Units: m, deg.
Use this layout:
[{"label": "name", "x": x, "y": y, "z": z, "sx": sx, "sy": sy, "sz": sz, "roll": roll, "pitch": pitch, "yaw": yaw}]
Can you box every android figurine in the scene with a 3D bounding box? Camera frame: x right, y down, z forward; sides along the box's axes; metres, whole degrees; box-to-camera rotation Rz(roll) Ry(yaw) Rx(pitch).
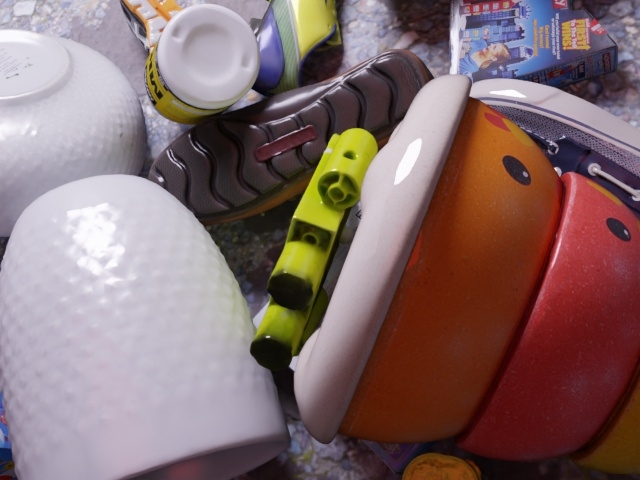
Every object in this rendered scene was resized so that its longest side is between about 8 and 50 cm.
[{"label": "android figurine", "x": 0.000, "y": 0.000, "z": 0.856, "sx": 0.056, "sy": 0.248, "sz": 0.273, "roll": 21, "pitch": 37, "yaw": 4}]

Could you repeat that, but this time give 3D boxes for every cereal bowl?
[{"label": "cereal bowl", "x": -0.393, "y": -0.166, "z": 1.068, "sx": 0.338, "sy": 0.141, "sz": 0.339, "roll": 4, "pitch": 44, "yaw": -4}]

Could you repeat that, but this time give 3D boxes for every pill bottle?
[{"label": "pill bottle", "x": -0.154, "y": -0.207, "z": 1.036, "sx": 0.119, "sy": 0.208, "sz": 0.119, "roll": 0, "pitch": 89, "yaw": -18}]

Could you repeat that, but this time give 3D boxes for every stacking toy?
[{"label": "stacking toy", "x": 0.245, "y": 0.087, "z": 0.750, "sx": 0.479, "sy": 0.350, "sz": 0.351, "roll": 21, "pitch": 79, "yaw": 4}]

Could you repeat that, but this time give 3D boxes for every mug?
[{"label": "mug", "x": -0.239, "y": 0.132, "z": 0.947, "sx": 0.374, "sy": 0.276, "sz": 0.328, "roll": -39, "pitch": 63, "yaw": 42}]

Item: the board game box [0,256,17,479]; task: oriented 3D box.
[{"label": "board game box", "x": -0.472, "y": 0.121, "z": 0.995, "sx": 0.086, "sy": 0.302, "sz": 0.308, "roll": -28, "pitch": 66, "yaw": 8}]

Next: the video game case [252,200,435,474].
[{"label": "video game case", "x": 0.092, "y": 0.081, "z": 0.953, "sx": 0.244, "sy": 0.061, "sz": 0.269, "roll": 41, "pitch": 88, "yaw": 27}]

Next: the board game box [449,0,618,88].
[{"label": "board game box", "x": 0.256, "y": -0.254, "z": 1.017, "sx": 0.194, "sy": 0.060, "sz": 0.194, "roll": -2, "pitch": 71, "yaw": 17}]

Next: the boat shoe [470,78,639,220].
[{"label": "boat shoe", "x": 0.275, "y": -0.047, "z": 0.898, "sx": 0.340, "sy": 0.127, "sz": 0.158, "roll": 27, "pitch": 74, "yaw": 24}]

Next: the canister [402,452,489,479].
[{"label": "canister", "x": 0.125, "y": 0.278, "z": 0.814, "sx": 0.073, "sy": 0.170, "sz": 0.126, "roll": 6, "pitch": 73, "yaw": 20}]

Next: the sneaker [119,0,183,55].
[{"label": "sneaker", "x": -0.218, "y": -0.289, "z": 1.181, "sx": 0.084, "sy": 0.083, "sz": 0.215, "roll": -26, "pitch": 82, "yaw": -19}]

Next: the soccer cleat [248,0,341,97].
[{"label": "soccer cleat", "x": -0.016, "y": -0.315, "z": 1.129, "sx": 0.121, "sy": 0.093, "sz": 0.289, "roll": 24, "pitch": 74, "yaw": -7}]

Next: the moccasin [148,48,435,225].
[{"label": "moccasin", "x": -0.036, "y": -0.118, "z": 1.030, "sx": 0.379, "sy": 0.147, "sz": 0.139, "roll": -28, "pitch": 80, "yaw": 11}]
